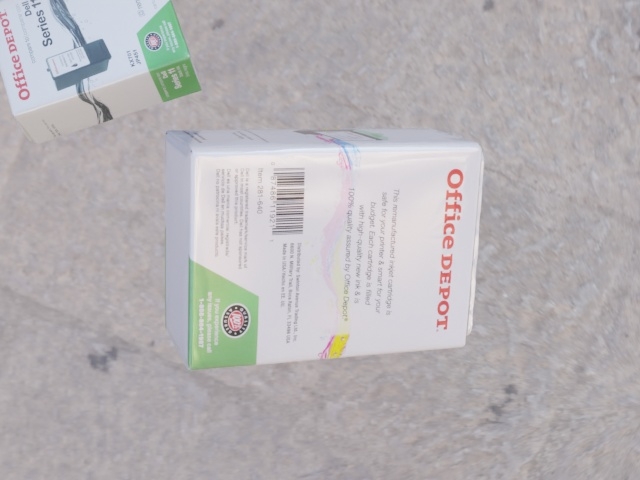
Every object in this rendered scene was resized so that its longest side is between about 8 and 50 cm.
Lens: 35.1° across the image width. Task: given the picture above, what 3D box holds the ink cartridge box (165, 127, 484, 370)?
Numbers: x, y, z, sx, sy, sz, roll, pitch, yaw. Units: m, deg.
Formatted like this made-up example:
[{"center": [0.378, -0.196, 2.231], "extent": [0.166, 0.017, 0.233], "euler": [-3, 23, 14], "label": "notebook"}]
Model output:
[{"center": [0.000, 0.000, 0.956], "extent": [0.278, 0.117, 0.202], "euler": [-3, 105, -19], "label": "ink cartridge box"}]

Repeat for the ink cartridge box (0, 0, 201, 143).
[{"center": [-0.261, -0.219, 1.159], "extent": [0.208, 0.087, 0.153], "euler": [-20, 73, -3], "label": "ink cartridge box"}]
